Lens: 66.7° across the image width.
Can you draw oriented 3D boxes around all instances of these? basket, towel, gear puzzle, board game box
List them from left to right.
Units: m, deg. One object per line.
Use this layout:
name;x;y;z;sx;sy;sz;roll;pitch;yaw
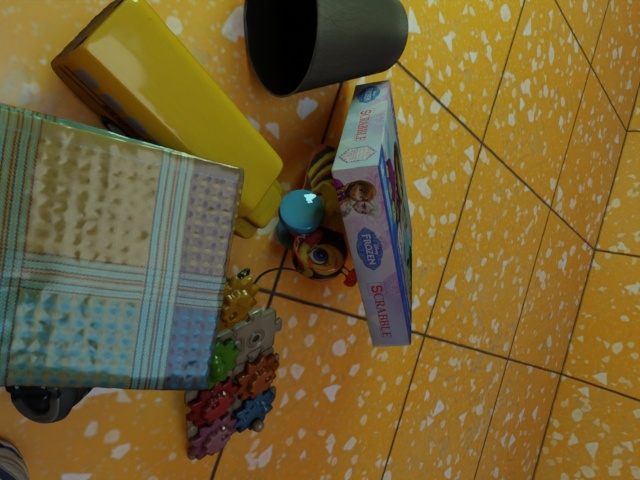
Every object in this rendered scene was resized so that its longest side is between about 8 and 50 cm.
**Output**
towel;-0.274;0.012;0.489;0.369;0.040;0.272;11;88;-27
gear puzzle;-0.118;0.190;0.721;0.175;0.044;0.339;-22;132;-38
basket;0.020;-0.325;0.746;0.226;0.154;0.205;-16;110;-44
board game box;0.100;-0.053;0.795;0.318;0.065;0.319;-76;156;-52

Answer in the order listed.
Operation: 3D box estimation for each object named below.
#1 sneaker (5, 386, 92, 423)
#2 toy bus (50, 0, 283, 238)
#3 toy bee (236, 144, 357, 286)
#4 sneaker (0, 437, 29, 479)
sneaker;-0.317;0.067;0.566;0.106;0.101;0.268;-26;112;-71
toy bus;-0.161;-0.133;0.624;0.333;0.130;0.108;47;67;-38
toy bee;0.000;0.000;0.783;0.299;0.162;0.195;-64;177;-2
sneaker;-0.428;0.242;0.455;0.296;0.130;0.112;19;87;-42
